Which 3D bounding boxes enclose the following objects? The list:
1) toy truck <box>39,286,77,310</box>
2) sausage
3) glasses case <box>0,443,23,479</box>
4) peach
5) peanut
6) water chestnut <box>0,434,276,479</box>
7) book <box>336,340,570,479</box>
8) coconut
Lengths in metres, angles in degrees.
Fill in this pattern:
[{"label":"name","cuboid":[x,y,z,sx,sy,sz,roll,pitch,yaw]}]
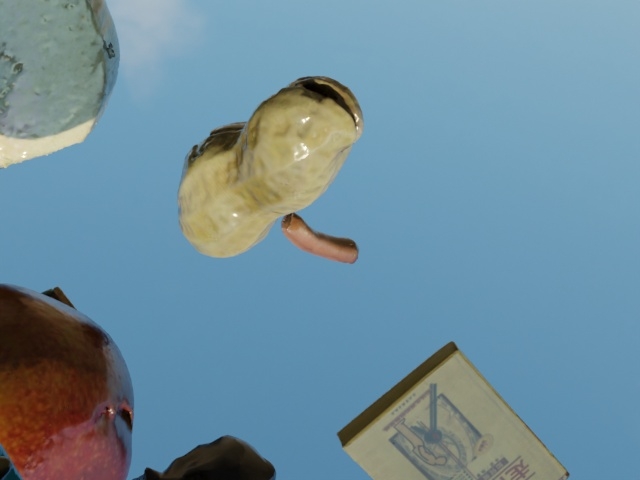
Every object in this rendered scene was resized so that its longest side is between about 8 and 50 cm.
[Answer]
[{"label":"toy truck","cuboid":[-0.374,0.173,1.164,0.305,0.136,0.162,-24,-124,-28]},{"label":"sausage","cuboid":[-0.001,-0.001,1.631,0.177,0.047,0.040,22,-161,-50]},{"label":"glasses case","cuboid":[-0.226,0.101,0.526,0.117,0.301,0.070,-12,-138,4]},{"label":"peach","cuboid":[-0.257,0.148,0.876,0.231,0.231,0.231,10,-150,-6]},{"label":"peanut","cuboid":[-0.059,-0.077,1.154,0.130,0.290,0.130,20,-124,-32]},{"label":"water chestnut","cuboid":[-0.116,0.166,0.304,0.300,0.300,0.300,10,-150,-6]},{"label":"book","cuboid":[0.144,0.232,1.180,0.231,0.161,0.026,48,-176,-27]},{"label":"coconut","cuboid":[-0.435,-0.272,1.222,0.404,0.404,0.404,10,-150,-6]}]
